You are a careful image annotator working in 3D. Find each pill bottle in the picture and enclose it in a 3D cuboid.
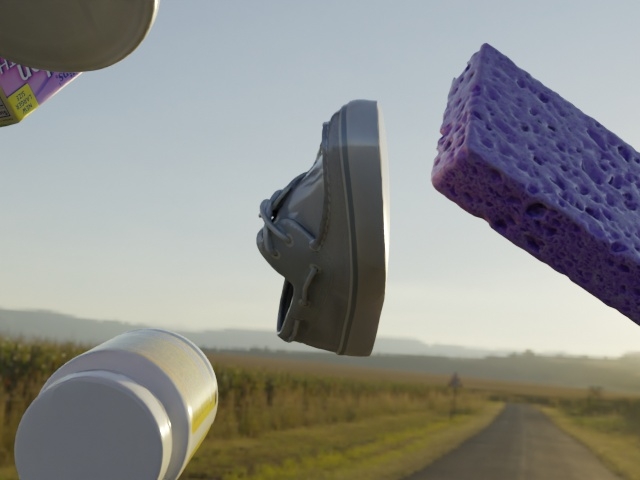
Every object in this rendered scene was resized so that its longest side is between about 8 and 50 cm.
[{"bbox_3d":[-0.148,0.135,0.727,0.119,0.119,0.208,3,1,1],"label":"pill bottle"}]

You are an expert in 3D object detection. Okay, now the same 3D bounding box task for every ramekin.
[{"bbox_3d":[-0.264,-0.296,0.896,0.273,0.127,0.272,12,-36,9],"label":"ramekin"}]

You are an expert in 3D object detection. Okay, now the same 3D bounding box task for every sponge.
[{"bbox_3d":[0.150,-0.007,0.464,0.210,0.117,0.031,33,-56,-7],"label":"sponge"}]

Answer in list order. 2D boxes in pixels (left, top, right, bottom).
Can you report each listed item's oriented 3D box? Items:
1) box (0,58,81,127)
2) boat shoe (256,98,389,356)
[{"bbox_3d":[-0.490,-0.322,1.445,0.117,0.243,0.213,-5,31,27],"label":"box"},{"bbox_3d":[0.000,0.000,0.467,0.063,0.066,0.184,2,-28,0],"label":"boat shoe"}]
